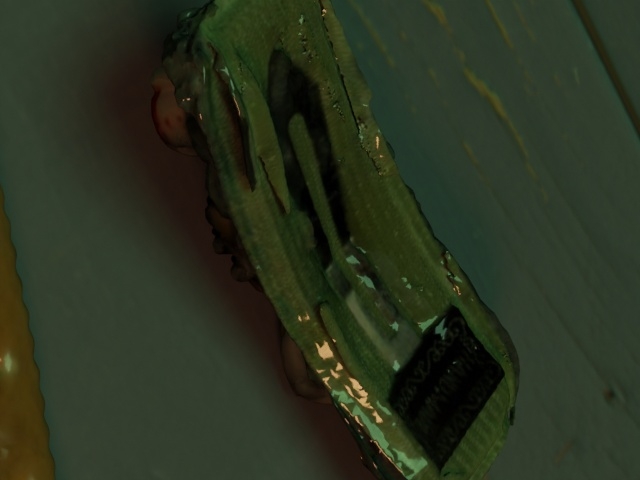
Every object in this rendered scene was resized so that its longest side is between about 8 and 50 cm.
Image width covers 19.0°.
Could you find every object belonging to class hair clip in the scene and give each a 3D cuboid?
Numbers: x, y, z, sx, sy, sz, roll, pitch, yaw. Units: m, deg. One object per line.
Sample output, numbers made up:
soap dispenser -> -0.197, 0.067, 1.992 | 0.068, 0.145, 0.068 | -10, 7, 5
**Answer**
hair clip -> -0.001, 0.001, 1.018 | 0.138, 0.091, 0.321 | -55, 128, -41

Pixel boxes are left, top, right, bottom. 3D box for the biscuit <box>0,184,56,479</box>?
biscuit -> -0.199, 0.045, 0.876 | 0.160, 0.030, 0.250 | -9, 88, -41
